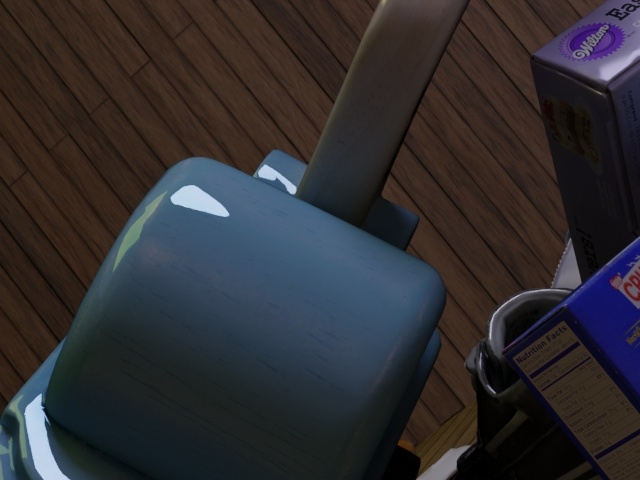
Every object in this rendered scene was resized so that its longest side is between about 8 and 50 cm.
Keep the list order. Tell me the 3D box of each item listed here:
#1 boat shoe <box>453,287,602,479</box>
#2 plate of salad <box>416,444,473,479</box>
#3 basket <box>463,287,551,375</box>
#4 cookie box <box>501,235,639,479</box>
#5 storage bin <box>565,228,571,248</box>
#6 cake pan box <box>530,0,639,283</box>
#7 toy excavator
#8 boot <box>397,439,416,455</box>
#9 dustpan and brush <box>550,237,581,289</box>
[{"bbox_3d":[0.134,0.072,0.713,0.121,0.119,0.335,-35,-7,-27],"label":"boat shoe"},{"bbox_3d":[0.069,0.234,1.169,0.200,0.048,0.200,-41,-9,-8],"label":"plate of salad"},{"bbox_3d":[0.200,0.108,1.257,0.113,0.103,0.167,-41,-6,9],"label":"basket"},{"bbox_3d":[0.128,0.052,0.496,0.092,0.107,0.040,-32,-9,-43],"label":"cookie box"},{"bbox_3d":[0.284,0.027,1.239,0.098,0.135,0.091,-39,-16,3],"label":"storage bin"},{"bbox_3d":[0.252,-0.056,0.847,0.246,0.070,0.267,-36,-50,-17],"label":"cake pan box"},{"bbox_3d":[0.000,0.000,0.769,0.445,0.222,0.433,-65,-5,36],"label":"toy excavator"},{"bbox_3d":[0.022,0.216,1.298,0.211,0.104,0.295,-26,-37,-47],"label":"boot"},{"bbox_3d":[0.202,0.096,1.104,0.060,0.147,0.211,-6,50,39],"label":"dustpan and brush"}]
